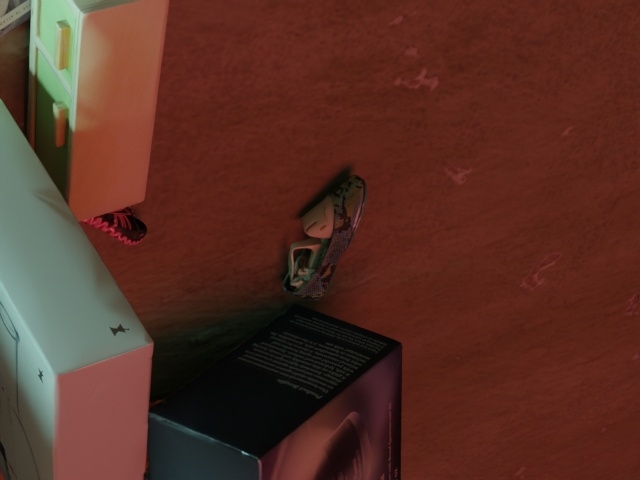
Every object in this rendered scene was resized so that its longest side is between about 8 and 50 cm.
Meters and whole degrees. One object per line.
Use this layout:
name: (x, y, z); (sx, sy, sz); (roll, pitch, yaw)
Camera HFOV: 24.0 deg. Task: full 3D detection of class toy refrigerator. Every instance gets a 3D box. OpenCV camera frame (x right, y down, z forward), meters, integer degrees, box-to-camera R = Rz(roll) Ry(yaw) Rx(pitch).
toy refrigerator: (-0.214, -0.146, 1.387); (0.094, 0.102, 0.269); (-19, 147, -27)

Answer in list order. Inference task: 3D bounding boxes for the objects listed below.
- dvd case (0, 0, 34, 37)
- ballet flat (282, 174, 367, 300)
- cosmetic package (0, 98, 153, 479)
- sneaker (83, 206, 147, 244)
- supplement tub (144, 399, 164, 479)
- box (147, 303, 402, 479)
dvd case: (-0.277, -0.273, 1.277); (0.164, 0.018, 0.221); (-34, 146, -3)
ballet flat: (0.000, 0.000, 1.799); (0.070, 0.070, 0.188); (-8, 133, -35)
cosmetic package: (-0.276, 0.066, 1.359); (0.097, 0.377, 0.284); (-17, 140, -27)
sneaker: (-0.217, -0.036, 1.590); (0.057, 0.047, 0.119); (-53, 145, 4)
supplement tub: (-0.166, 0.278, 1.931); (0.117, 0.117, 0.190); (-38, 145, 2)
box: (-0.047, 0.287, 1.837); (0.294, 0.183, 0.296); (-34, 132, -44)
